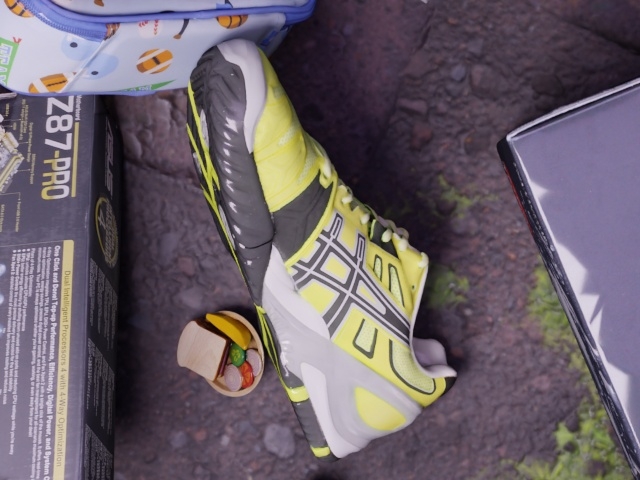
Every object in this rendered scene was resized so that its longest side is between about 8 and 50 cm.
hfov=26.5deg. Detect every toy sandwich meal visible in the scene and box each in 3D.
[{"bbox_3d":[-0.087,0.099,1.193,0.086,0.029,0.085,7,102,35],"label":"toy sandwich meal"}]

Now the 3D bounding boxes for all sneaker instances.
[{"bbox_3d":[0.000,0.000,1.106,0.147,0.145,0.384,-22,123,-5],"label":"sneaker"}]

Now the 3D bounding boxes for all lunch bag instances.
[{"bbox_3d":[-0.166,-0.237,1.059,0.115,0.303,0.243,-42,67,41],"label":"lunch bag"}]

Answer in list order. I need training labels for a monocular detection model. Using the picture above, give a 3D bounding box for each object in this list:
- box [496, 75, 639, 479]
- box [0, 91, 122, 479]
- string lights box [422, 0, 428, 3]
[{"bbox_3d":[0.278,0.044,1.029,0.179,0.312,0.343,-23,90,6],"label":"box"},{"bbox_3d":[-0.328,0.068,1.104,0.318,0.097,0.394,-8,59,7],"label":"box"},{"bbox_3d":[0.049,-0.269,1.062,0.133,0.260,0.076,34,94,4],"label":"string lights box"}]
